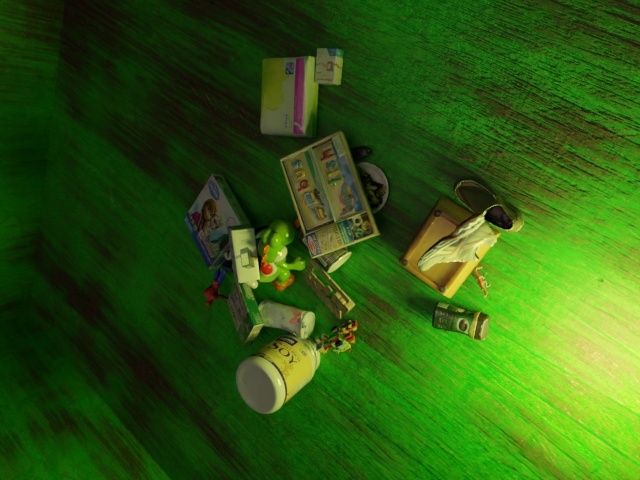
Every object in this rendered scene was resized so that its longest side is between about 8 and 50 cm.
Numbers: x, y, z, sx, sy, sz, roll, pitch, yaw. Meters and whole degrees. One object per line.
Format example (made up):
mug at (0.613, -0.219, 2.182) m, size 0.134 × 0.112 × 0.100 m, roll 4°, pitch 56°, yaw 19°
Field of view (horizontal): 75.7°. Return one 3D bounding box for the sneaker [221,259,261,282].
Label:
sneaker at (-0.360, 0.148, 1.915) m, size 0.221 × 0.083 × 0.087 m, roll 16°, pitch 127°, yaw 13°

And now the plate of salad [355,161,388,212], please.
plate of salad at (0.161, -0.194, 1.553) m, size 0.199 × 0.048 × 0.200 m, roll 7°, pitch 104°, yaw 30°

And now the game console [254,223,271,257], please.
game console at (-0.251, 0.004, 1.795) m, size 0.085 × 0.144 × 0.124 m, roll 50°, pitch 121°, yaw 11°

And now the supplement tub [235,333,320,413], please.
supplement tub at (-0.171, 0.550, 1.761) m, size 0.241 × 0.331 × 0.241 m, roll 8°, pitch 106°, yaw 30°

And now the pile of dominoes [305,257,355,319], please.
pile of dominoes at (0.035, 0.196, 1.704) m, size 0.251 × 0.040 × 0.196 m, roll 47°, pitch 150°, yaw 14°

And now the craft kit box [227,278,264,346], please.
craft kit box at (-0.351, 0.328, 1.898) m, size 0.250 × 0.060 × 0.247 m, roll 64°, pitch 149°, yaw 26°

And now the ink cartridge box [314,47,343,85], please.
ink cartridge box at (0.032, -0.642, 1.525) m, size 0.088 × 0.052 × 0.123 m, roll 14°, pitch 109°, yaw 28°

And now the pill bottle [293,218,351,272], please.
pill bottle at (0.000, 0.000, 1.649) m, size 0.246 × 0.130 × 0.130 m, roll 49°, pitch 121°, yaw 13°

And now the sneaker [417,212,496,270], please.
sneaker at (0.421, 0.036, 1.280) m, size 0.262 × 0.099 × 0.121 m, roll -42°, pitch 83°, yaw 32°

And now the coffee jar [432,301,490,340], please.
coffee jar at (0.491, 0.281, 1.441) m, size 0.184 × 0.079 × 0.096 m, roll 13°, pitch 104°, yaw 30°

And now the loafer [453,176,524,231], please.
loafer at (0.534, -0.116, 1.316) m, size 0.251 × 0.087 × 0.094 m, roll 39°, pitch 118°, yaw 18°

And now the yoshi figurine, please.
yoshi figurine at (-0.168, 0.044, 1.706) m, size 0.362 × 0.203 × 0.203 m, roll 96°, pitch 166°, yaw -56°

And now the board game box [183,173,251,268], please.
board game box at (-0.491, -0.087, 1.926) m, size 0.318 × 0.066 × 0.319 m, roll -48°, pitch 62°, yaw 29°

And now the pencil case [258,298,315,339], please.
pencil case at (-0.156, 0.348, 1.835) m, size 0.273 × 0.113 × 0.124 m, roll 11°, pitch 91°, yaw 30°

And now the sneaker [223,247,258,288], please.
sneaker at (-0.310, 0.089, 1.817) m, size 0.153 × 0.094 × 0.235 m, roll -42°, pitch 54°, yaw 0°

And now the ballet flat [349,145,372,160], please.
ballet flat at (0.115, -0.324, 1.560) m, size 0.173 × 0.049 × 0.058 m, roll 5°, pitch 102°, yaw 38°

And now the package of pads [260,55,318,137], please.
package of pads at (-0.126, -0.558, 1.613) m, size 0.229 × 0.101 × 0.297 m, roll 11°, pitch 106°, yaw 29°

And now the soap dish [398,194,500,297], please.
soap dish at (0.422, 0.028, 1.402) m, size 0.229 × 0.118 × 0.291 m, roll 38°, pitch 117°, yaw 19°

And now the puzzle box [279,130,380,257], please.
puzzle box at (0.026, -0.167, 1.537) m, size 0.272 × 0.052 × 0.409 m, roll -21°, pitch 84°, yaw 21°

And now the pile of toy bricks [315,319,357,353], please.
pile of toy bricks at (0.084, 0.430, 1.725) m, size 0.212 × 0.118 × 0.105 m, roll -33°, pitch 116°, yaw 24°

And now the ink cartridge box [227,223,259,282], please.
ink cartridge box at (-0.312, 0.049, 1.660) m, size 0.154 × 0.093 × 0.213 m, roll -158°, pitch 63°, yaw -70°

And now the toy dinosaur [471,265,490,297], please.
toy dinosaur at (0.543, 0.128, 1.384) m, size 0.047 × 0.090 × 0.082 m, roll -27°, pitch 119°, yaw 18°

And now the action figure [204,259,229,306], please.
action figure at (-0.480, 0.195, 2.025) m, size 0.091 × 0.139 × 0.280 m, roll 24°, pitch 90°, yaw 28°
